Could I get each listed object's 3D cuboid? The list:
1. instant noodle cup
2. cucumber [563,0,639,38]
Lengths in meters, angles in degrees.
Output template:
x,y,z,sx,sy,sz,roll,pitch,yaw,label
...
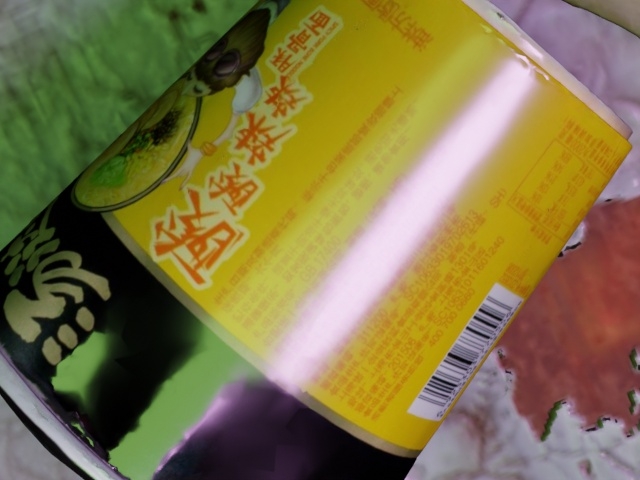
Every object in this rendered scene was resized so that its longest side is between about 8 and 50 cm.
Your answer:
x,y,z,sx,sy,sz,roll,pitch,yaw,label
0.000,0.000,0.772,0.215,0.215,0.236,41,98,-2,instant noodle cup
0.149,-0.150,0.757,0.325,0.105,0.145,27,74,1,cucumber
